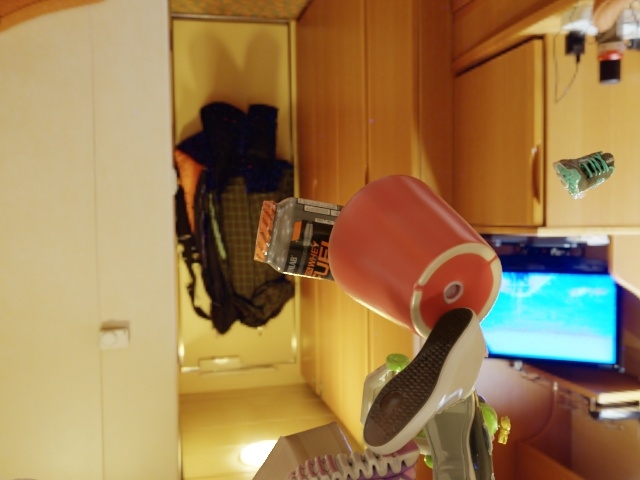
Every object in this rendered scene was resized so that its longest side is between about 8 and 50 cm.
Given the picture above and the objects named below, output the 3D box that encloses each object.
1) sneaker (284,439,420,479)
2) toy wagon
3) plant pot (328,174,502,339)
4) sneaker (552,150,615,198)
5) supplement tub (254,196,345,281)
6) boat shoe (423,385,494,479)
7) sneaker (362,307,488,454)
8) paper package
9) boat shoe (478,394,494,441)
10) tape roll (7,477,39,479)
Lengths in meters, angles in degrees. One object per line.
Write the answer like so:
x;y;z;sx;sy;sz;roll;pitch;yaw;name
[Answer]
0.057;0.409;1.083;0.236;0.105;0.095;-12;-175;0;sneaker
0.269;0.408;1.537;0.344;0.268;0.068;7;-160;10;toy wagon
0.182;0.044;1.205;0.274;0.275;0.243;-2;-156;-27;plant pot
0.389;-0.105;0.950;0.076;0.065;0.166;-35;170;25;sneaker
0.000;0.000;1.634;0.315;0.194;0.193;9;-179;-6;supplement tub
0.252;0.351;1.188;0.114;0.303;0.091;-4;176;42;boat shoe
0.188;0.249;1.054;0.290;0.123;0.105;-45;-152;-25;sneaker
-0.013;0.663;1.585;0.168;0.310;0.325;-4;-131;-36;paper package
0.417;0.488;1.760;0.102;0.093;0.285;0;153;8;boat shoe
-0.603;0.630;1.297;0.285;0.286;0.100;0;148;5;tape roll
